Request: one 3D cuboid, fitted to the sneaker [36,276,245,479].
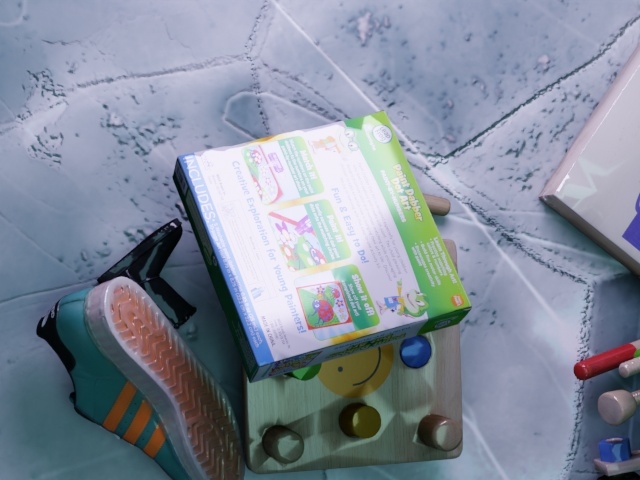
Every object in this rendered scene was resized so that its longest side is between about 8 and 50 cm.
[{"bbox_3d":[-0.192,0.172,1.514,0.302,0.121,0.108,60,33,-23],"label":"sneaker"}]

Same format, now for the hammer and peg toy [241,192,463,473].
[{"bbox_3d":[0.041,0.072,1.559,0.266,0.127,0.361,-1,90,-16],"label":"hammer and peg toy"}]

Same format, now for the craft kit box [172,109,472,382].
[{"bbox_3d":[0.000,0.000,1.468,0.247,0.061,0.250,-15,69,-19],"label":"craft kit box"}]

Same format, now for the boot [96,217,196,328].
[{"bbox_3d":[-0.176,0.048,1.541,0.121,0.045,0.099,-40,98,-5],"label":"boot"}]

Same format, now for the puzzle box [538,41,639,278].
[{"bbox_3d":[0.482,-0.138,1.728,0.272,0.052,0.409,38,80,-13],"label":"puzzle box"}]

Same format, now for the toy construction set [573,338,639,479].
[{"bbox_3d":[0.469,0.244,1.669,0.237,0.257,0.309,-16,71,-33],"label":"toy construction set"}]
